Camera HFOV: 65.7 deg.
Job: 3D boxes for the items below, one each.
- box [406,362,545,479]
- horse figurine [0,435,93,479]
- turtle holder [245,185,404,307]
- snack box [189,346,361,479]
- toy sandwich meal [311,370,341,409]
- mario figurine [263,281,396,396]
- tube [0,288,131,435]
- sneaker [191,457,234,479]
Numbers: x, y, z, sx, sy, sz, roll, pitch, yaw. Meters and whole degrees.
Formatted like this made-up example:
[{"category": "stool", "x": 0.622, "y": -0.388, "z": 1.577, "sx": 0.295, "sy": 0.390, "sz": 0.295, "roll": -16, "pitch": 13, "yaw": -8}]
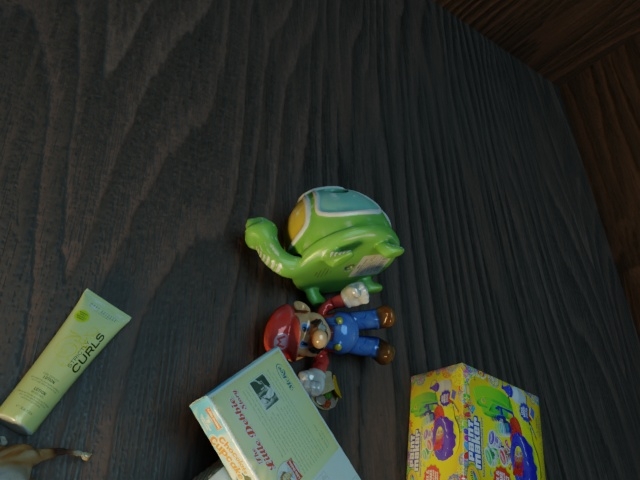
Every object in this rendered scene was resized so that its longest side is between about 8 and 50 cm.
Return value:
[{"category": "box", "x": 0.364, "y": 0.485, "z": 1.167, "sx": 0.279, "sy": 0.177, "sz": 0.290, "roll": 26, "pitch": 53, "yaw": -24}, {"category": "horse figurine", "x": -0.389, "y": 0.339, "z": 0.639, "sx": 0.174, "sy": 0.066, "sz": 0.263, "roll": 32, "pitch": 9, "yaw": -31}, {"category": "turtle holder", "x": 0.007, "y": 0.007, "z": 1.131, "sx": 0.320, "sy": 0.243, "sz": 0.227, "roll": -20, "pitch": 60, "yaw": -4}, {"category": "snack box", "x": -0.058, "y": 0.360, "z": 0.832, "sx": 0.322, "sy": 0.060, "sz": 0.187, "roll": 57, "pitch": 35, "yaw": 6}, {"category": "toy sandwich meal", "x": 0.012, "y": 0.323, "z": 1.075, "sx": 0.086, "sy": 0.029, "sz": 0.085, "roll": 18, "pitch": 57, "yaw": -30}, {"category": "mario figurine", "x": 0.035, "y": 0.205, "z": 1.040, "sx": 0.321, "sy": 0.170, "sz": 0.198, "roll": 5, "pitch": 49, "yaw": -33}, {"category": "tube", "x": -0.411, "y": 0.189, "z": 0.799, "sx": 0.240, "sy": 0.062, "sz": 0.070, "roll": -65, "pitch": 151, "yaw": -44}, {"category": "sneaker", "x": -0.148, "y": 0.445, "z": 0.814, "sx": 0.366, "sy": 0.135, "sz": 0.150, "roll": -26, "pitch": 80, "yaw": -43}]
